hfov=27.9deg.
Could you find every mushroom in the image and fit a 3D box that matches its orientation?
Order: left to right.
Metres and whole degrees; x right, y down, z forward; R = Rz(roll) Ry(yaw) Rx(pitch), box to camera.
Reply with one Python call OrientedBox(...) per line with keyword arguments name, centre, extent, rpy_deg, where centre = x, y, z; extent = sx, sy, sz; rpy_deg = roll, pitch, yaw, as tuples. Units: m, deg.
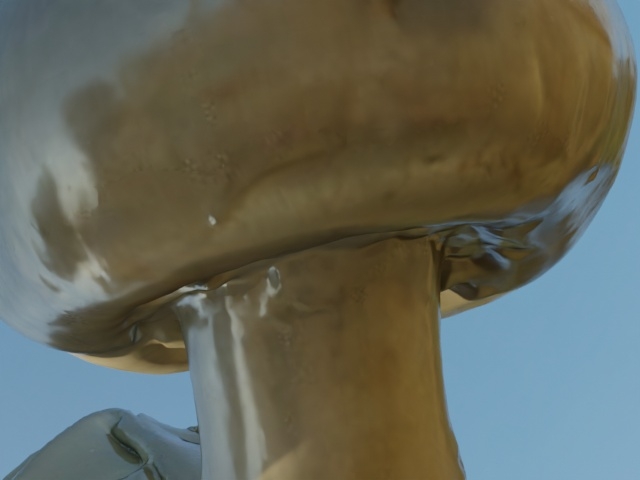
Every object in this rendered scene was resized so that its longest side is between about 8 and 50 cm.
OrientedBox(name="mushroom", centre=(0.000, 0.000, 0.529), extent=(0.297, 0.297, 0.290), rpy_deg=(-2, -107, -44))

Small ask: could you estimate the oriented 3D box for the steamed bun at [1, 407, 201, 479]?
OrientedBox(name="steamed bun", centre=(-0.101, 0.243, 0.720), extent=(0.309, 0.324, 0.219), rpy_deg=(-57, -29, -8))
